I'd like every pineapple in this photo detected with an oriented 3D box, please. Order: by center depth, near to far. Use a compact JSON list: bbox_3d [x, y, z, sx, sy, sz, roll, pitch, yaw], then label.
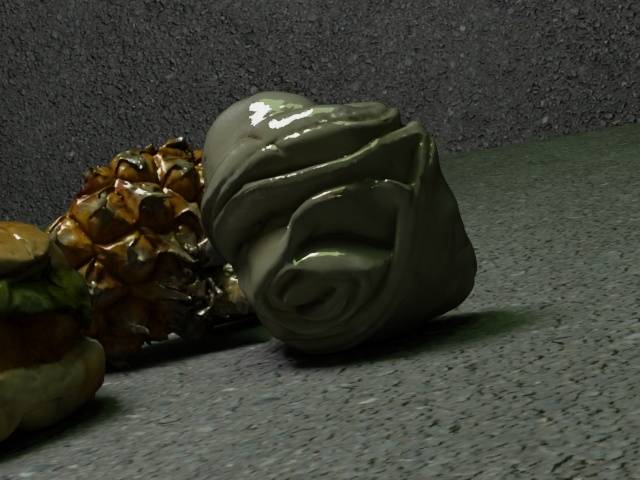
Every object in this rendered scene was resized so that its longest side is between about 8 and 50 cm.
[{"bbox_3d":[-0.145,0.016,1.213,0.250,0.140,0.164,-45,51,-10],"label":"pineapple"}]

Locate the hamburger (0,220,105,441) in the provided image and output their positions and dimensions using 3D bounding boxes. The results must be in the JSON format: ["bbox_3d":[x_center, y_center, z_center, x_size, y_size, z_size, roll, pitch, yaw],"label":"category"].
[{"bbox_3d":[-0.272,0.070,1.051,0.209,0.162,0.330,-11,2,15],"label":"hamburger"}]

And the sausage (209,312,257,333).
[{"bbox_3d":[-0.002,0.023,1.360,0.264,0.083,0.083,-12,6,-28],"label":"sausage"}]

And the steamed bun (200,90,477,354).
[{"bbox_3d":[-0.002,0.000,1.099,0.211,0.218,0.144,-3,31,24],"label":"steamed bun"}]
